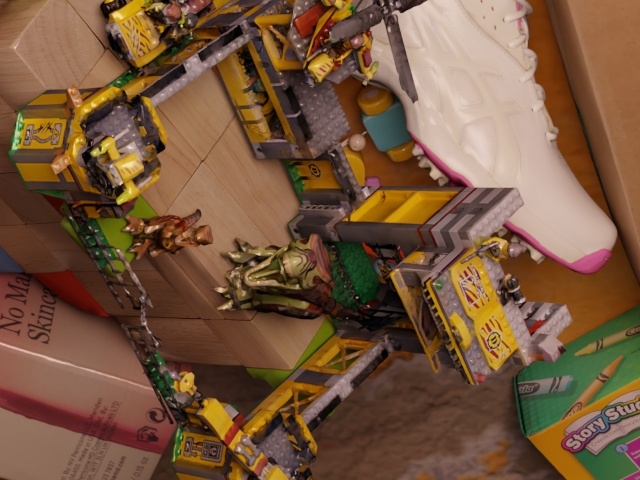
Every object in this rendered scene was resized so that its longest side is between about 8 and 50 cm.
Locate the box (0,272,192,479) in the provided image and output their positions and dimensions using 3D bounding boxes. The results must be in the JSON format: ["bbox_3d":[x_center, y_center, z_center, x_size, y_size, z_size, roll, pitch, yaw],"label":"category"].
[{"bbox_3d":[-0.220,0.081,1.309,0.232,0.149,0.127,19,124,-15],"label":"box"}]

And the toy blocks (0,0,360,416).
[{"bbox_3d":[-0.161,-0.047,1.179,0.261,0.191,0.381,-1,137,47],"label":"toy blocks"}]

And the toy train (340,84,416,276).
[{"bbox_3d":[0.055,-0.054,1.282,0.125,0.046,0.166,17,124,-22],"label":"toy train"}]

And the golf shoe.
[{"bbox_3d":[0.099,-0.112,1.151,0.140,0.115,0.306,-44,93,9],"label":"golf shoe"}]

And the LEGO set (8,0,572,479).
[{"bbox_3d":[0.000,0.000,1.014,0.192,0.255,0.331,3,117,49],"label":"LEGO set"}]

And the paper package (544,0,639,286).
[{"bbox_3d":[0.309,-0.142,1.143,0.309,0.168,0.325,-16,126,12],"label":"paper package"}]

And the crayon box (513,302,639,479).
[{"bbox_3d":[0.312,0.114,1.385,0.278,0.081,0.165,-31,121,20],"label":"crayon box"}]
